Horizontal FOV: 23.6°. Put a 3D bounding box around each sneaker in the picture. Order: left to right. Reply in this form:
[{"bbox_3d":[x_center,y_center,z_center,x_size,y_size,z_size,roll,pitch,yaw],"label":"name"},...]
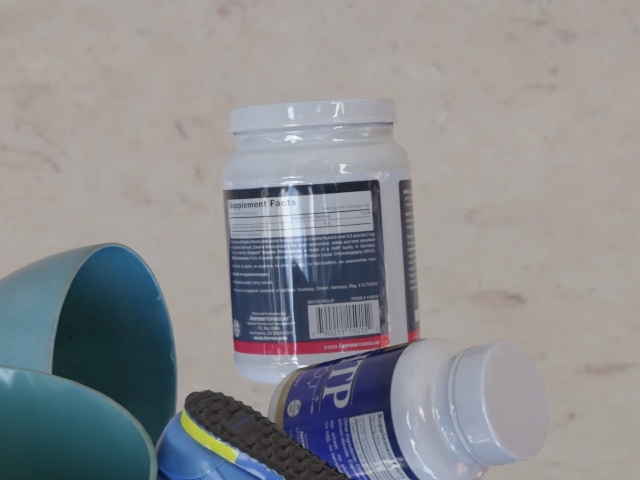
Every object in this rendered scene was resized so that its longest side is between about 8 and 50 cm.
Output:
[{"bbox_3d":[-0.016,0.178,0.924,0.209,0.082,0.069,33,-160,20],"label":"sneaker"}]

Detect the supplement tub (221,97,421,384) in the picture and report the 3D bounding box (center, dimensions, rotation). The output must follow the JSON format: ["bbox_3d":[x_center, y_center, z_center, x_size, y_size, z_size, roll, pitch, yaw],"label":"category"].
[{"bbox_3d":[0.000,0.000,1.533,0.191,0.272,0.191,-3,-178,0],"label":"supplement tub"}]

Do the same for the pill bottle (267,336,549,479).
[{"bbox_3d":[0.064,0.130,1.104,0.186,0.112,0.112,-17,148,37],"label":"pill bottle"}]

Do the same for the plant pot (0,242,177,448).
[{"bbox_3d":[-0.301,0.152,1.646,0.195,0.290,0.290,-3,153,20],"label":"plant pot"}]

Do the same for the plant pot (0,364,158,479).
[{"bbox_3d":[-0.245,0.239,0.920,0.293,0.293,0.235,3,111,0],"label":"plant pot"}]
